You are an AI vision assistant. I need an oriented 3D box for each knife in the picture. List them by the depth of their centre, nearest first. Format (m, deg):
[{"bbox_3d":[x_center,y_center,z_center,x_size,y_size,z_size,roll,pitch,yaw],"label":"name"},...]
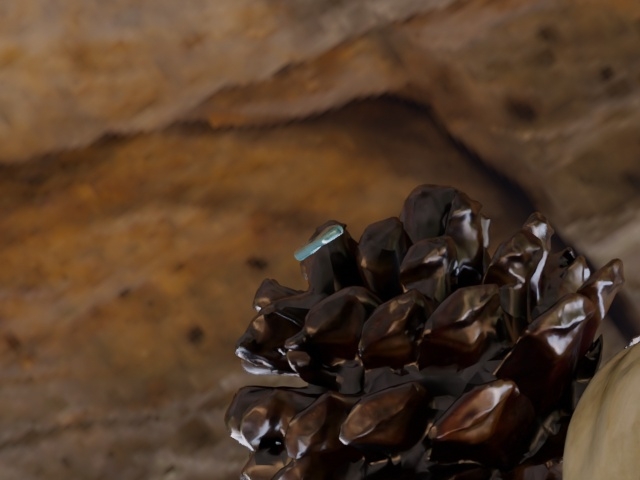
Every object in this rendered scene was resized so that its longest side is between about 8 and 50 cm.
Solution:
[{"bbox_3d":[0.000,0.000,0.769,0.014,0.005,0.091,-39,-179,-8],"label":"knife"}]

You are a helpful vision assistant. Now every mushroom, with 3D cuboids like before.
[{"bbox_3d":[0.184,0.105,0.938,0.122,0.154,0.154,5,-165,-7],"label":"mushroom"}]

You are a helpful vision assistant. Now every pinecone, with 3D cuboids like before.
[{"bbox_3d":[0.084,0.095,1.243,0.298,0.242,0.296,-25,-136,-38],"label":"pinecone"}]
